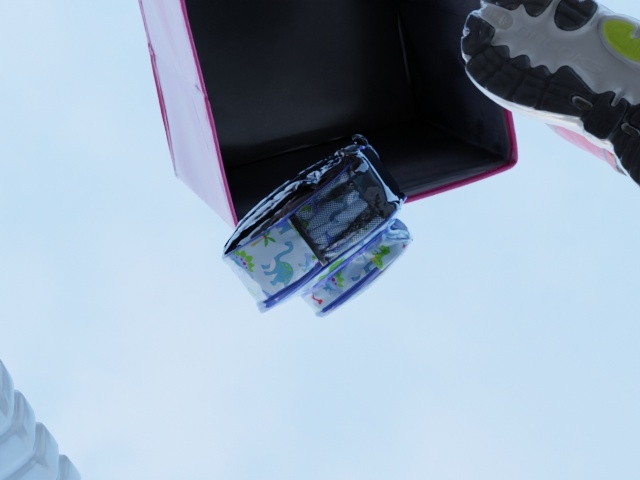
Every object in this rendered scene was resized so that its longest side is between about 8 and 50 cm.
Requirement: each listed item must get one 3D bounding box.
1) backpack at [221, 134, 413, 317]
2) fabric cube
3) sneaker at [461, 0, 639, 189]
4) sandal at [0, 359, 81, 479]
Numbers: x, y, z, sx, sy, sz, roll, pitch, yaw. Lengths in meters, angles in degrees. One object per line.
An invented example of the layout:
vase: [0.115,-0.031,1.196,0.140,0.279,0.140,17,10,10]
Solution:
backpack: [0.000,0.000,1.069,0.114,0.105,0.084,-34,-86,8]
fabric cube: [-0.009,-0.172,1.477,0.254,0.258,0.259,-16,-73,-13]
sneaker: [0.218,-0.075,1.054,0.279,0.118,0.107,38,-81,23]
sandal: [-0.231,0.143,1.013,0.102,0.169,0.416,-28,-73,16]
